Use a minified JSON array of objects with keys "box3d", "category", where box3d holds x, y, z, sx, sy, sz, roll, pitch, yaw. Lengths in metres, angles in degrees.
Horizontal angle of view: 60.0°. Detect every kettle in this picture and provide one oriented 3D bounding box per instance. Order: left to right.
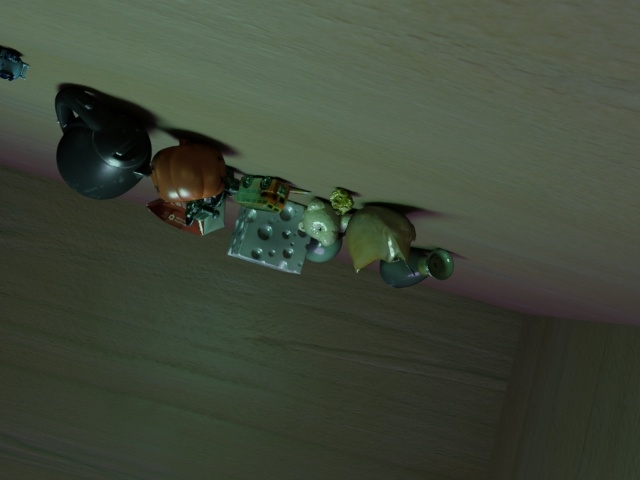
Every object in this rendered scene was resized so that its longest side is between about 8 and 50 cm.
[{"box3d":[-0.527,-0.237,1.324,0.268,0.207,0.290,48,156,-20],"category":"kettle"}]

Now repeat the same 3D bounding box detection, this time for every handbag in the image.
[{"box3d":[-0.545,-0.133,2.240,0.298,0.151,0.171,14,-160,21],"category":"handbag"}]

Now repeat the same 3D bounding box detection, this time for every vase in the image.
[{"box3d":[0.387,0.103,2.208,0.173,0.173,0.321,18,168,-23],"category":"vase"}]

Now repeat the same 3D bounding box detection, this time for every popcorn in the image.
[{"box3d":[0.057,-0.111,1.524,0.060,0.068,0.083,-26,135,8],"category":"popcorn"}]

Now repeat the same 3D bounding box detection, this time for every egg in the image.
[{"box3d":[0.000,0.000,2.146,0.168,0.167,0.231,17,168,-12],"category":"egg"}]

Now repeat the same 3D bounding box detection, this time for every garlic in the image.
[{"box3d":[0.190,-0.002,1.566,0.151,0.196,0.338,1,178,-24],"category":"garlic"}]

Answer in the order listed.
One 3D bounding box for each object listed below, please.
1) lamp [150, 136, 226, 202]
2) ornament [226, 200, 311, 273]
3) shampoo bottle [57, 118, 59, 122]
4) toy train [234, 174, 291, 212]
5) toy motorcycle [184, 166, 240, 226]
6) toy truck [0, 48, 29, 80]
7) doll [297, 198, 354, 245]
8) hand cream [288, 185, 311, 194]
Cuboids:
[{"box3d":[-0.334,-0.180,1.405,0.188,0.163,0.187,-7,-173,1],"category":"lamp"},{"box3d":[-0.179,-0.027,2.027,0.240,0.239,0.240,19,173,-18],"category":"ornament"},{"box3d":[-0.691,-0.322,1.609,0.141,0.034,0.049,20,180,-34],"category":"shampoo bottle"},{"box3d":[-0.177,-0.139,1.657,0.188,0.099,0.072,9,172,42],"category":"toy train"},{"box3d":[-0.348,-0.156,1.721,0.125,0.186,0.275,21,153,-32],"category":"toy motorcycle"},{"box3d":[-0.626,-0.351,1.112,0.073,0.056,0.090,21,-173,-8],"category":"toy truck"},{"box3d":[0.075,-0.042,1.802,0.278,0.149,0.175,5,145,-21],"category":"doll"},{"box3d":[-0.079,-0.151,1.681,0.102,0.022,0.035,11,169,-4],"category":"hand cream"}]
